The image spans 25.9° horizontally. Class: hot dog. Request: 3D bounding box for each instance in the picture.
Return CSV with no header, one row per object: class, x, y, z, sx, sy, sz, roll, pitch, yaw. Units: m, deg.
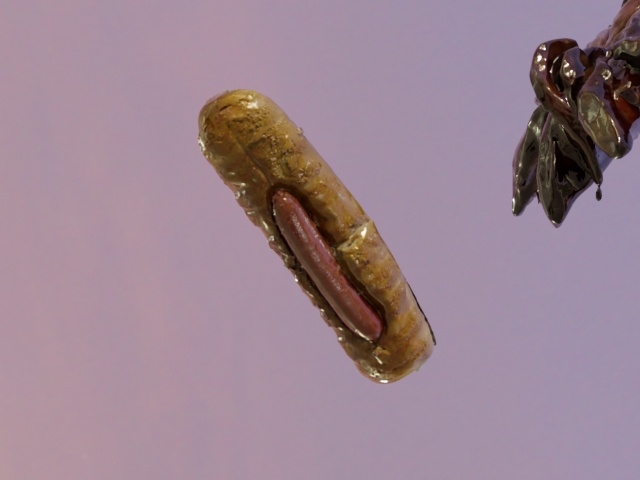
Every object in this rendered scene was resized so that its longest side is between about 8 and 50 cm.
hot dog,0.000,0.000,0.846,0.066,0.047,0.215,-27,-74,22

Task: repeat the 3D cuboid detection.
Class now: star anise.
star anise,0.210,-0.130,1.073,0.102,0.272,0.272,34,-49,-10
